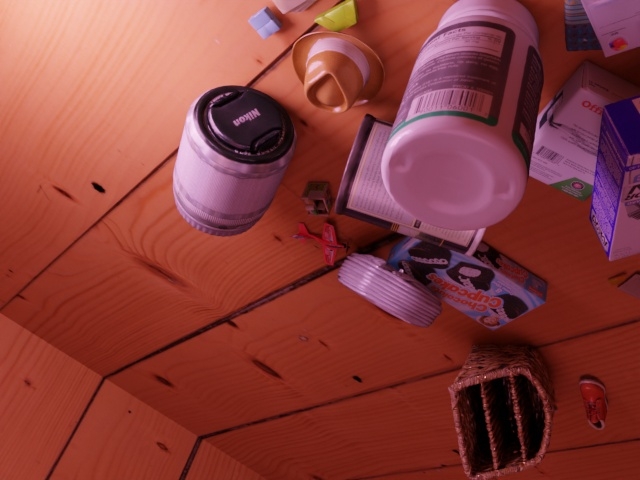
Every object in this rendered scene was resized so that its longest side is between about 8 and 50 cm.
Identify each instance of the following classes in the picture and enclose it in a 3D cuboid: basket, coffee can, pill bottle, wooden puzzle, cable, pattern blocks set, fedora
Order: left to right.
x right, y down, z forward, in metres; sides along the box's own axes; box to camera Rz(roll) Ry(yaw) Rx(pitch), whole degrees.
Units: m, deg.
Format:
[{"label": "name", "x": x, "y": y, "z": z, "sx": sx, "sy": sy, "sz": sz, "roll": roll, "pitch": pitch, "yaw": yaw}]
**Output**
[{"label": "pattern blocks set", "x": -0.035, "y": -0.469, "z": 1.143, "sx": 0.324, "sy": 0.026, "sz": 0.285, "roll": -10, "pitch": 132, "yaw": 34}, {"label": "fedora", "x": 0.024, "y": -0.292, "z": 1.265, "sx": 0.194, "sy": 0.079, "sz": 0.194, "roll": 14, "pitch": 152, "yaw": 8}, {"label": "cable", "x": 0.162, "y": 0.118, "z": 1.613, "sx": 0.257, "sy": 0.089, "sz": 0.257, "roll": 32, "pitch": 174, "yaw": -26}, {"label": "coffee can", "x": 0.187, "y": -0.105, "z": 1.328, "sx": 0.275, "sy": 0.202, "sz": 0.201, "roll": 19, "pitch": 142, "yaw": 4}, {"label": "pill bottle", "x": 0.229, "y": -0.208, "z": 1.055, "sx": 0.204, "sy": 0.361, "sz": 0.204, "roll": 14, "pitch": 141, "yaw": 11}, {"label": "basket", "x": 0.471, "y": 0.439, "z": 1.750, "sx": 0.213, "sy": 0.223, "sz": 0.299, "roll": -2, "pitch": 110, "yaw": 29}, {"label": "wooden puzzle", "x": 0.686, "y": 0.099, "z": 1.487, "sx": 0.116, "sy": 0.014, "sz": 0.078, "roll": 29, "pitch": 146, "yaw": -8}]

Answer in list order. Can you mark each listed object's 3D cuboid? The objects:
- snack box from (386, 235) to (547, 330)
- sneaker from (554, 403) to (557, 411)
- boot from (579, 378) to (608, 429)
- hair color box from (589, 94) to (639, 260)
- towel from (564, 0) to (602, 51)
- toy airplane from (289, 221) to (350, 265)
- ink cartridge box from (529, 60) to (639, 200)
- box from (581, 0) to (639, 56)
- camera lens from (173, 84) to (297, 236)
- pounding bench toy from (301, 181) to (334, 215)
[{"label": "snack box", "x": 0.334, "y": 0.080, "z": 1.594, "sx": 0.322, "sy": 0.060, "sz": 0.187, "roll": 31, "pitch": 143, "yaw": -11}, {"label": "sneaker", "x": 0.578, "y": 0.422, "z": 1.895, "sx": 0.083, "sy": 0.071, "sz": 0.190, "roll": -34, "pitch": 120, "yaw": 32}, {"label": "boot", "x": 0.715, "y": 0.427, "z": 1.809, "sx": 0.059, "sy": 0.085, "sz": 0.158, "roll": -8, "pitch": 132, "yaw": 35}, {"label": "hair color box", "x": 0.552, "y": -0.105, "z": 1.119, "sx": 0.185, "sy": 0.110, "sz": 0.339, "roll": -17, "pitch": 150, "yaw": 9}, {"label": "towel", "x": 0.471, "y": -0.427, "z": 0.943, "sx": 0.271, "sy": 0.040, "sz": 0.370, "roll": 4, "pitch": 141, "yaw": 23}, {"label": "toy airplane", "x": 0.000, "y": 0.000, "z": 1.687, "sx": 0.151, "sy": 0.028, "sz": 0.151, "roll": 13, "pitch": 140, "yaw": 11}, {"label": "ink cartridge box", "x": 0.456, "y": -0.184, "z": 1.197, "sx": 0.153, "sy": 0.087, "sz": 0.208, "roll": 26, "pitch": 142, "yaw": -5}, {"label": "box", "x": 0.443, "y": -0.362, "z": 0.975, "sx": 0.145, "sy": 0.038, "sz": 0.186, "roll": -13, "pitch": 131, "yaw": 38}, {"label": "camera lens", "x": -0.182, "y": -0.162, "z": 1.425, "sx": 0.219, "sy": 0.219, "sz": 0.274, "roll": 25, "pitch": 142, "yaw": -4}, {"label": "pounding bench toy", "x": -0.008, "y": -0.079, "z": 1.550, "sx": 0.052, "sy": 0.083, "sz": 0.065, "roll": 3, "pitch": 138, "yaw": 23}]
